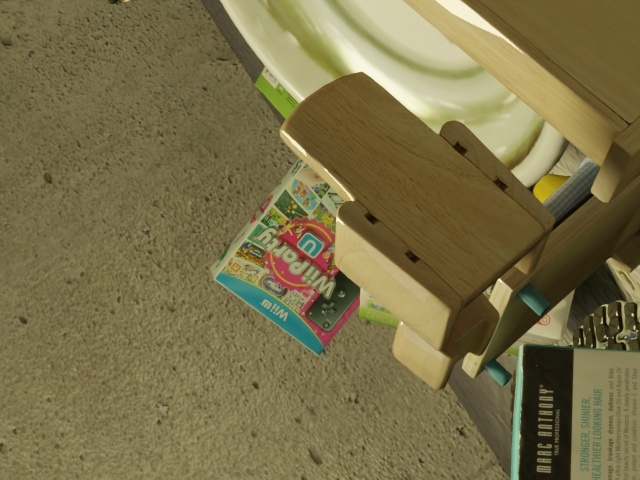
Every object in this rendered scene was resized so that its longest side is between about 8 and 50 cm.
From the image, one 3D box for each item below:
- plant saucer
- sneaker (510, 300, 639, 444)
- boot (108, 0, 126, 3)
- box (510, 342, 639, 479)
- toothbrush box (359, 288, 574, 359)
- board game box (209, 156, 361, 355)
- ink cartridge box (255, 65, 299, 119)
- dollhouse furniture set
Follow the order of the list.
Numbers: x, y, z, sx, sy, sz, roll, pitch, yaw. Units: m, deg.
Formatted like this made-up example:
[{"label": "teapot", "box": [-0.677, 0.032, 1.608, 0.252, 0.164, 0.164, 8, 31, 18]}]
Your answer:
[{"label": "plant saucer", "box": [0.057, -0.214, 0.912, 0.400, 0.100, 0.400, 37, 156, 20]}, {"label": "sneaker", "box": [0.298, 0.136, 1.047, 0.330, 0.147, 0.129, 134, 139, -70]}, {"label": "boot", "box": [-0.123, -0.356, 1.191, 0.138, 0.284, 0.377, 59, 175, 1]}, {"label": "box", "box": [0.232, 0.120, 0.643, 0.060, 0.244, 0.100, 69, -155, -69]}, {"label": "toothbrush box", "box": [0.155, 0.042, 1.250, 0.206, 0.122, 0.283, 14, 170, 3]}, {"label": "board game box", "box": [0.000, 0.000, 1.860, 0.224, 0.303, 0.097, 37, -177, -16]}, {"label": "ink cartridge box", "box": [0.050, -0.202, 1.753, 0.255, 0.097, 0.189, 21, -163, -30]}, {"label": "dollhouse furniture set", "box": [0.085, -0.043, 0.688, 0.198, 0.286, 0.303, 44, 158, 20]}]
